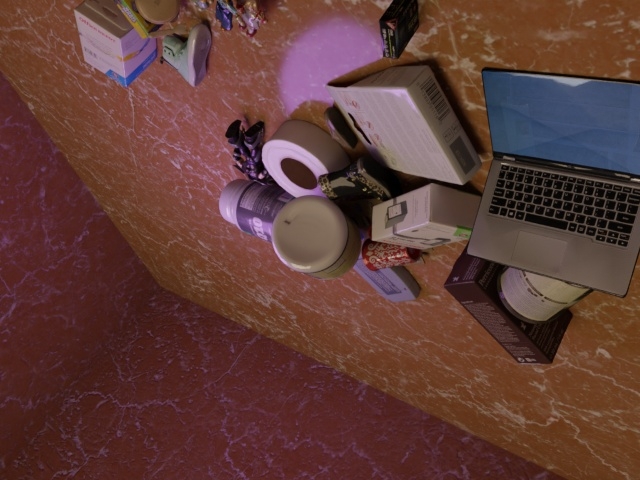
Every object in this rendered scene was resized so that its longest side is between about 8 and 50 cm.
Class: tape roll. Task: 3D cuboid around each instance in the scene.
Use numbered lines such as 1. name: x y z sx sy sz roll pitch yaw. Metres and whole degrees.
1. tape roll: -0.045 -0.243 2.025 0.286 0.100 0.286 28 153 15

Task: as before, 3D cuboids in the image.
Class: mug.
1. mug: 0.222 0.024 2.058 0.169 0.113 0.150 -10 133 42

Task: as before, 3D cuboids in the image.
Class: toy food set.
1. toy food set: -0.449 -0.669 1.782 0.133 0.038 0.192 -11 119 0

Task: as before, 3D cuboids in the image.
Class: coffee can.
1. coffee can: 0.607 0.079 1.659 0.202 0.201 0.275 32 154 7

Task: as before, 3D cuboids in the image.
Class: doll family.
1. doll family: -0.257 -0.606 1.590 0.263 0.118 0.163 45 164 2

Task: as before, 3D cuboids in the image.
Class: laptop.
1. laptop: 0.514 -0.127 1.410 0.382 0.407 0.236 17 -178 34

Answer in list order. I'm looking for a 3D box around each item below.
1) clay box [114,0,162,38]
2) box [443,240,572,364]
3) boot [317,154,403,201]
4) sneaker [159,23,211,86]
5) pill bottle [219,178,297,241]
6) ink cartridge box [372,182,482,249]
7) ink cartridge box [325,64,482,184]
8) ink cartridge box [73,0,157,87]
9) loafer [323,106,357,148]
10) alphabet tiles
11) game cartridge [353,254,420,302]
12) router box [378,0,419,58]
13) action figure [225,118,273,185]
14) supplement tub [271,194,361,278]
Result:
1. clay box: -0.521 -0.702 1.802 0.053 0.127 0.222 6 142 46
2. box: 0.563 0.179 1.898 0.381 0.191 0.143 43 153 -16
3. boot: 0.123 -0.156 1.892 0.179 0.085 0.236 -16 145 34
4. sneaker: -0.416 -0.581 1.915 0.151 0.094 0.256 37 153 1
5. pill bottle: -0.183 -0.103 2.292 0.361 0.204 0.204 20 150 39
6. ink cartridge box: 0.301 -0.060 1.806 0.199 0.114 0.273 10 165 -28
7. ink cartridge box: 0.209 -0.308 1.674 0.308 0.091 0.385 51 167 -30
8. ink cartridge box: -0.628 -0.640 1.984 0.171 0.168 0.232 34 154 3
9. loafer: 0.049 -0.318 1.837 0.050 0.056 0.148 -3 134 44
10. alphabet tiles: 0.200 -0.024 2.130 0.343 0.011 0.285 -4 128 43
11. game cartridge: 0.225 0.114 2.347 0.294 0.060 0.196 44 156 -16
12. router box: 0.170 -0.465 1.372 0.038 0.122 0.092 18 149 24
13. action figure: -0.233 -0.292 2.183 0.185 0.099 0.285 20 154 15
14. supplement tub: 0.000 0.000 2.020 0.235 0.235 0.325 27 178 18
